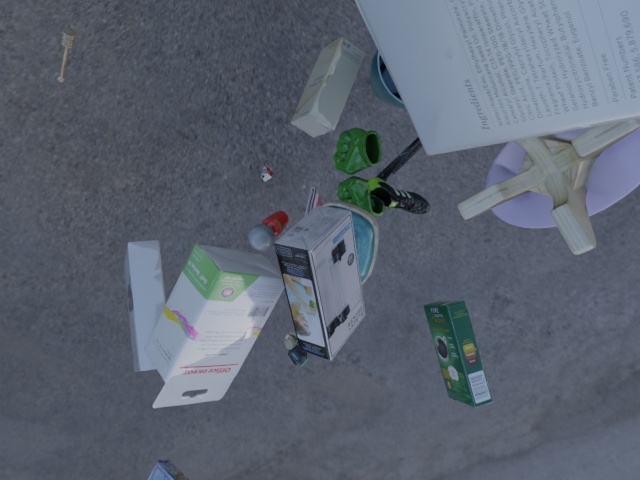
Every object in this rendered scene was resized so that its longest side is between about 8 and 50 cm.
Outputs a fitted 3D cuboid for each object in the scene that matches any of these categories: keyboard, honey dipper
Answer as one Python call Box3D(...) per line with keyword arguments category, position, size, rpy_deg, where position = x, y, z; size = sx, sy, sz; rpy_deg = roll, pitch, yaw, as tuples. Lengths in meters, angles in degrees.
Box3D(category="keyboard", position=(0.239, -0.237, 1.294), size=(0.033, 0.317, 0.201), rpy_deg=(48, 137, -1))
Box3D(category="honey dipper", position=(-0.642, -0.459, 1.226), size=(0.031, 0.030, 0.161), rpy_deg=(23, 138, -22))

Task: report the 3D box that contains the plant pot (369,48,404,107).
Box3D(category="plant pot", position=(0.283, -0.553, 1.605), size=(0.272, 0.255, 0.271), rpy_deg=(-1, 96, -10))

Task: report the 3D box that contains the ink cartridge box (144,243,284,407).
Box3D(category="ink cartridge box", position=(-0.249, 0.196, 1.101), size=(0.207, 0.119, 0.353), rpy_deg=(14, 110, -50))

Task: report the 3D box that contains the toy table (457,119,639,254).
Box3D(category="toy table", position=(0.346, -0.111, 0.722), size=(0.161, 0.252, 0.274), rpy_deg=(-15, 154, -48))

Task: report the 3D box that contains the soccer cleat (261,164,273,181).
Box3D(category="soccer cleat", position=(-0.160, -0.199, 1.436), size=(0.036, 0.083, 0.029), rpy_deg=(-42, 121, 8))

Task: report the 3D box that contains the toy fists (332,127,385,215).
Box3D(category="toy fists", position=(0.108, -0.197, 1.474), size=(0.096, 0.142, 0.278), rpy_deg=(-15, 102, -38))

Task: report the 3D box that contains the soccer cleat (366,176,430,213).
Box3D(category="soccer cleat", position=(0.197, -0.102, 1.245), size=(0.179, 0.072, 0.060), rpy_deg=(23, 128, -10))

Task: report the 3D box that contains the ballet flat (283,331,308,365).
Box3D(category="ballet flat", position=(-0.077, 0.315, 1.494), size=(0.074, 0.203, 0.074), rpy_deg=(-1, 99, -5))

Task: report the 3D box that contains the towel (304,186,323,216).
Box3D(category="towel", position=(0.000, 0.000, 1.706), size=(0.037, 0.236, 0.329), rpy_deg=(1, 150, 16))

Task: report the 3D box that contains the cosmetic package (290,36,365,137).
Box3D(category="cosmetic package", position=(0.025, -0.534, 1.720), size=(0.113, 0.160, 0.309), rpy_deg=(27, 78, -26))

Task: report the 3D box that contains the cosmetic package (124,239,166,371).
Box3D(category="cosmetic package", position=(-0.549, 0.215, 1.535), size=(0.098, 0.376, 0.284), rpy_deg=(-5, 167, -23))

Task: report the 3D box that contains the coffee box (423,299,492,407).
Box3D(category="coffee box", position=(0.249, 0.201, 0.893), size=(0.041, 0.113, 0.184), rpy_deg=(-13, 83, -11))

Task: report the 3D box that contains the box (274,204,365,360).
Box3D(category="box", position=(0.009, 0.091, 1.051), size=(0.087, 0.169, 0.289), rpy_deg=(12, 126, 31))

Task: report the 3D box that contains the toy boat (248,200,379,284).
Box3D(category="toy boat", position=(-0.018, 0.014, 1.234), size=(0.319, 0.148, 0.267), rpy_deg=(19, 124, 15))

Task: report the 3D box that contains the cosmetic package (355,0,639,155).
Box3D(category="cosmetic package", position=(0.154, -0.172, 0.348), size=(0.151, 0.184, 0.151), rpy_deg=(-43, 115, -30))

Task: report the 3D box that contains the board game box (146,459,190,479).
Box3D(category="board game box", position=(-0.187, 0.404, 0.651), size=(0.194, 0.194, 0.060), rpy_deg=(6, 157, 4))
